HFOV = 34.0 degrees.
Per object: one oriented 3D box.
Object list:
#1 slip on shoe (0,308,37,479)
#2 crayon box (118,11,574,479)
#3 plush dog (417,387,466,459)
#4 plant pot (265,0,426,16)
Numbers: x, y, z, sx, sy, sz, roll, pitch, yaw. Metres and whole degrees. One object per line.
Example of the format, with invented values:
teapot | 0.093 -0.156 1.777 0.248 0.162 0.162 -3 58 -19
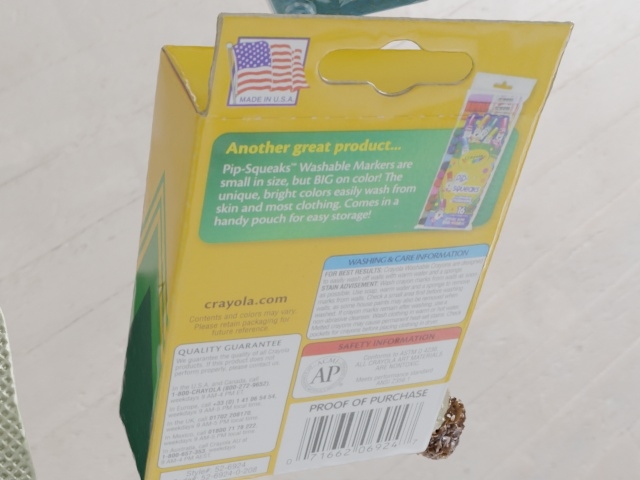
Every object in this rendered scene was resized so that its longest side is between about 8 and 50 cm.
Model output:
slip on shoe | -0.319 0.202 0.908 0.123 0.101 0.331 8 57 -38
crayon box | 0.000 0.000 0.624 0.203 0.322 0.083 -4 38 -24
plush dog | 0.050 0.087 0.945 0.263 0.210 0.225 21 43 -25
plant pot | 0.021 -0.331 0.931 0.247 0.247 0.252 61 25 -47
